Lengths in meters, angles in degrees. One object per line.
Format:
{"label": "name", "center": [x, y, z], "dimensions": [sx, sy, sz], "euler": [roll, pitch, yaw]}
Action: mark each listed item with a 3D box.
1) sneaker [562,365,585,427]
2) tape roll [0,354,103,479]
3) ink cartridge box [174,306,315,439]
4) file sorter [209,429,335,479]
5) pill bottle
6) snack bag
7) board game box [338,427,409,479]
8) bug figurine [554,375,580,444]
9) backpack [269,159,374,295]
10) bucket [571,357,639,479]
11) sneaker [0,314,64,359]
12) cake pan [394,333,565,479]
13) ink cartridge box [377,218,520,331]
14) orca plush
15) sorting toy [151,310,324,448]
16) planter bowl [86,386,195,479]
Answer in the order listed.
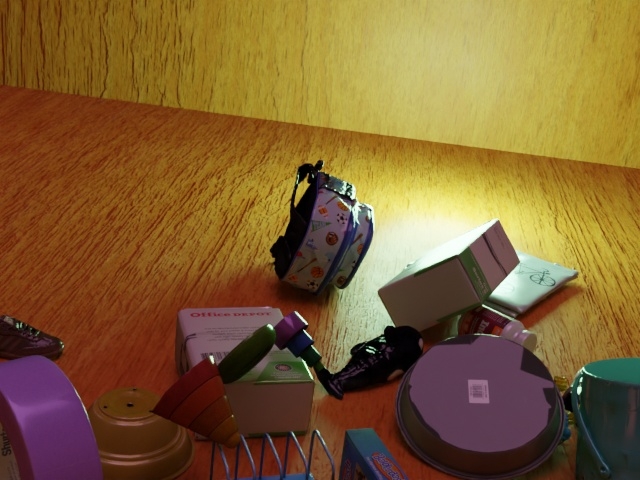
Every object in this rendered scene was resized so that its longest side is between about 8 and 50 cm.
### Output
{"label": "sneaker", "center": [0.562, 0.322, 1.783], "dimensions": [0.281, 0.106, 0.162], "euler": [11, 25, 39]}
{"label": "tape roll", "center": [-0.388, 0.294, 1.297], "dimensions": [0.090, 0.275, 0.275], "euler": [-10, 27, -39]}
{"label": "ink cartridge box", "center": [-0.143, 0.229, 1.758], "dimensions": [0.198, 0.115, 0.273], "euler": [0, 23, -16]}
{"label": "file sorter", "center": [-0.075, 0.354, 1.475], "dimensions": [0.170, 0.104, 0.118], "euler": [-1, 22, -17]}
{"label": "pill bottle", "center": [0.367, 0.193, 2.048], "dimensions": [0.152, 0.086, 0.086], "euler": [24, 27, 39]}
{"label": "snack bag", "center": [0.422, 0.079, 2.429], "dimensions": [0.323, 0.037, 0.342], "euler": [21, 26, 31]}
{"label": "board game box", "center": [0.081, 0.384, 1.368], "dimensions": [0.047, 0.160, 0.210], "euler": [-1, 23, -21]}
{"label": "bug figurine", "center": [0.339, 0.295, 1.796], "dimensions": [0.279, 0.072, 0.216], "euler": [10, 18, 14]}
{"label": "backpack", "center": [0.000, 0.000, 2.240], "dimensions": [0.213, 0.276, 0.263], "euler": [21, 25, -1]}
{"label": "bucket", "center": [0.543, 0.299, 1.597], "dimensions": [0.281, 0.183, 0.281], "euler": [0, 3, 0]}
{"label": "sneaker", "center": [-0.571, 0.176, 1.827], "dimensions": [0.188, 0.071, 0.066], "euler": [4, 21, -6]}
{"label": "cake pan", "center": [0.275, 0.274, 1.698], "dimensions": [0.293, 0.054, 0.293], "euler": [-2, 45, 2]}
{"label": "ink cartridge box", "center": [0.285, 0.077, 2.141], "dimensions": [0.211, 0.121, 0.289], "euler": [-28, 2, 32]}
{"label": "orca plush", "center": [0.106, 0.205, 1.915], "dimensions": [0.287, 0.102, 0.151], "euler": [-9, 26, -35]}
{"label": "sorting toy", "center": [-0.101, 0.224, 1.550], "dimensions": [0.126, 0.127, 0.365], "euler": [47, 32, 12]}
{"label": "planter bowl", "center": [-0.305, 0.295, 1.575], "dimensions": [0.217, 0.090, 0.217], "euler": [5, 21, -2]}
